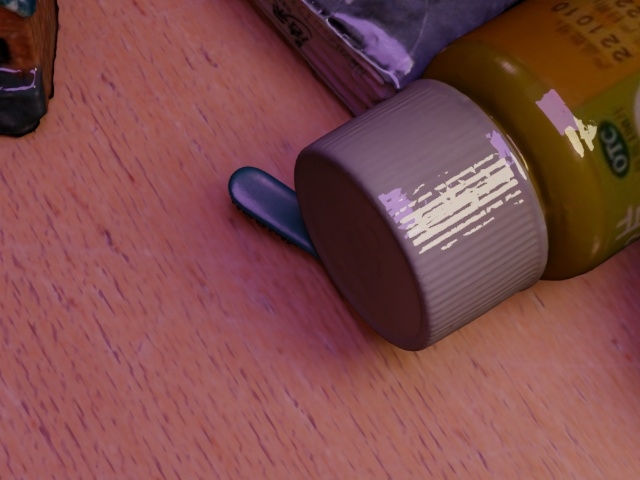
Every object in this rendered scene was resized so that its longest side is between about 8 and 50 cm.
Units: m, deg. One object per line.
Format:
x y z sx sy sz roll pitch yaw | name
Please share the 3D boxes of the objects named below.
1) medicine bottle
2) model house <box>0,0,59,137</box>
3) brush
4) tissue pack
0.185 -0.082 0.972 0.384 0.224 0.224 -30 74 -19 | medicine bottle
-0.307 -0.261 0.954 0.184 0.291 0.253 4 67 -11 | model house
0.000 0.000 1.024 0.193 0.032 0.043 34 63 -6 | brush
0.103 -0.303 1.112 0.361 0.122 0.259 -38 80 -22 | tissue pack
